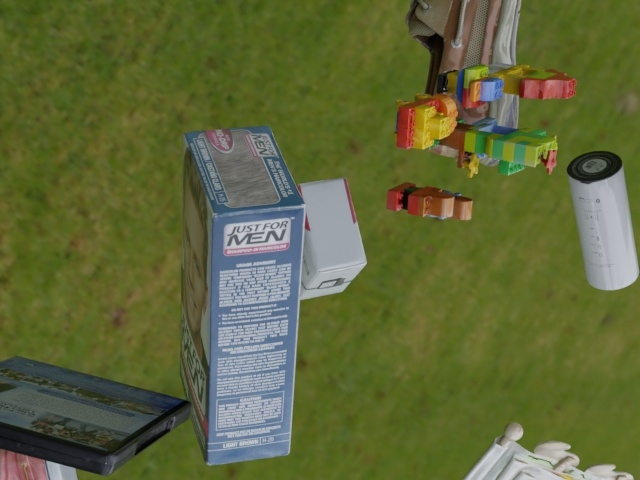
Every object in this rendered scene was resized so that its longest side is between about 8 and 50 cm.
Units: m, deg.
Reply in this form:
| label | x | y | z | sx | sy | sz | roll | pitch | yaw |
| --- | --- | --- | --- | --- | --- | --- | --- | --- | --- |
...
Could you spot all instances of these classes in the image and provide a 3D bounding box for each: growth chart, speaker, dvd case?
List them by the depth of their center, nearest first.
| label | x | y | z | sx | sy | sz | roll | pitch | yaw |
| --- | --- | --- | --- | --- | --- | --- | --- | --- | --- |
| dvd case | -0.226 | 0.146 | 1.259 | 0.253 | 0.180 | 0.022 | -18 | 121 | -80 |
| growth chart | 0.228 | 0.248 | 1.309 | 0.172 | 0.237 | 0.021 | -50 | -161 | 41 |
| speaker | 0.280 | -0.018 | 1.451 | 0.055 | 0.055 | 0.136 | -38 | 128 | -29 |

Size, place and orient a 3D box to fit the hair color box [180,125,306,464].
| label | x | y | z | sx | sy | sz | roll | pitch | yaw |
| --- | --- | --- | --- | --- | --- | --- | --- | --- | --- |
| hair color box | -0.094 | 0.064 | 1.645 | 0.105 | 0.174 | 0.347 | -6 | 125 | -15 |

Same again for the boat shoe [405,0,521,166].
| label | x | y | z | sx | sy | sz | roll | pitch | yaw |
| --- | --- | --- | --- | --- | --- | --- | --- | --- | --- |
| boat shoe | 0.154 | -0.245 | 1.606 | 0.123 | 0.116 | 0.324 | 118 | -27 | -82 |

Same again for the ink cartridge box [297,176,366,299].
| label | x | y | z | sx | sy | sz | roll | pitch | yaw |
| --- | --- | --- | --- | --- | --- | --- | --- | --- | --- |
| ink cartridge box | 0.000 | 0.000 | 1.747 | 0.063 | 0.109 | 0.150 | -11 | 168 | -13 |

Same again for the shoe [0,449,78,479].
| label | x | y | z | sx | sy | sz | roll | pitch | yaw |
| --- | --- | --- | --- | --- | --- | --- | --- | --- | --- |
| shoe | -0.311 | 0.308 | 1.645 | 0.063 | 0.081 | 0.178 | -64 | 146 | -74 |

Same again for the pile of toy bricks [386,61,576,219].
| label | x | y | z | sx | sy | sz | roll | pitch | yaw |
| --- | --- | --- | --- | --- | --- | --- | --- | --- | --- |
| pile of toy bricks | 0.143 | -0.077 | 1.173 | 0.212 | 0.105 | 0.118 | -25 | 123 | -55 |
